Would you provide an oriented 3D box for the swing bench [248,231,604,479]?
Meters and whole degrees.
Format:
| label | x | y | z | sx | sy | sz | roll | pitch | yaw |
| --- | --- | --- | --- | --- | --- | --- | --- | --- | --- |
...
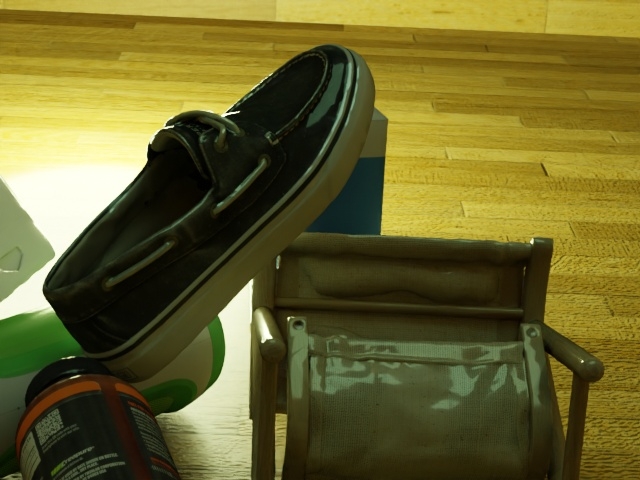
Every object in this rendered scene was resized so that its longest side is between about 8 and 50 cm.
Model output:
| label | x | y | z | sx | sy | sz | roll | pitch | yaw |
| --- | --- | --- | --- | --- | --- | --- | --- | --- | --- |
| swing bench | 0.071 | 0.107 | 1.318 | 0.253 | 0.165 | 0.255 | 3 | 22 | -3 |

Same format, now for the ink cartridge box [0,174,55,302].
| label | x | y | z | sx | sy | sz | roll | pitch | yaw |
| --- | --- | --- | --- | --- | --- | --- | --- | --- | --- |
| ink cartridge box | -0.354 | 0.048 | 1.395 | 0.219 | 0.093 | 0.160 | -31 | 9 | 19 |

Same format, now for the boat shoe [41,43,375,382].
| label | x | y | z | sx | sy | sz | roll | pitch | yaw |
| --- | --- | --- | --- | --- | --- | --- | --- | --- | --- |
| boat shoe | -0.080 | -0.045 | 1.285 | 0.121 | 0.119 | 0.335 | 14 | 60 | 46 |

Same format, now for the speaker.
| label | x | y | z | sx | sy | sz | roll | pitch | yaw |
| --- | --- | --- | --- | --- | --- | --- | --- | --- | --- |
| speaker | -0.218 | 0.113 | 1.336 | 0.131 | 0.131 | 0.296 | 18 | 24 | 38 |

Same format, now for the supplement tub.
| label | x | y | z | sx | sy | sz | roll | pitch | yaw |
| --- | --- | --- | --- | --- | --- | --- | --- | --- | --- |
| supplement tub | -0.155 | 0.165 | 1.166 | 0.106 | 0.106 | 0.198 | -4 | 33 | -20 |

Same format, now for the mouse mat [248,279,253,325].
| label | x | y | z | sx | sy | sz | roll | pitch | yaw |
| --- | --- | --- | --- | --- | --- | --- | --- | --- | --- |
| mouse mat | 0.002 | 0.058 | 1.710 | 0.152 | 0.007 | 0.190 | 2 | 20 | -4 |

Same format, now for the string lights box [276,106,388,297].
| label | x | y | z | sx | sy | sz | roll | pitch | yaw |
| --- | --- | --- | --- | --- | --- | --- | --- | --- | --- |
| string lights box | 0.000 | 0.000 | 1.485 | 0.076 | 0.260 | 0.133 | -3 | 20 | -14 |
